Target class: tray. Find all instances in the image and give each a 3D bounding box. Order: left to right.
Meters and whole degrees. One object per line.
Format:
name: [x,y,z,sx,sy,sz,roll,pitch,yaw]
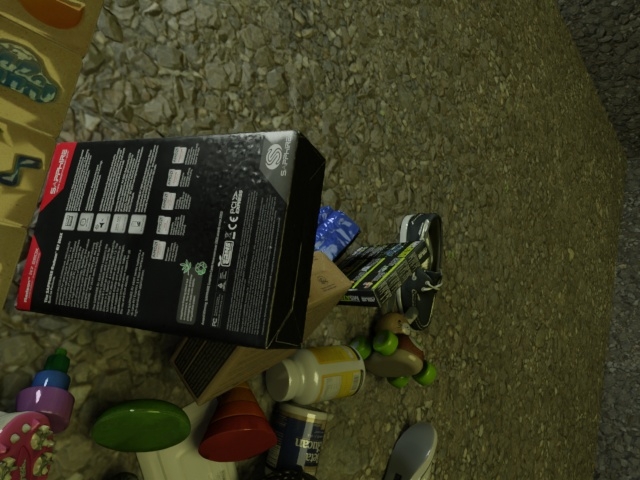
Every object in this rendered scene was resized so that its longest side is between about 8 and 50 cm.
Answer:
tray: [-0.195,0.406,0.713,0.145,0.030,0.270,-20,100,-42]

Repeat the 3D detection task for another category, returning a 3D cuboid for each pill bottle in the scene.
pill bottle: [-0.048,0.392,0.799,0.094,0.094,0.169,25,70,-37]
pill bottle: [-0.009,0.257,0.840,0.184,0.103,0.103,8,81,-41]

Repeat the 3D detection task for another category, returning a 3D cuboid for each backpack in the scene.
backpack: [0.000,0.000,0.878,0.101,0.098,0.120,41,68,-8]

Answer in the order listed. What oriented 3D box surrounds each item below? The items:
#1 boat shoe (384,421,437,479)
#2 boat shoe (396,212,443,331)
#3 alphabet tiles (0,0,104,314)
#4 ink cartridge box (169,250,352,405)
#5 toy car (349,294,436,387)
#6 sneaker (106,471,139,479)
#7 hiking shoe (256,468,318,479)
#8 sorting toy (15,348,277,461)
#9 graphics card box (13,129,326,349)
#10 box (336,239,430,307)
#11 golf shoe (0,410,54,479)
boat shoe: [0.207,0.557,1.024,0.084,0.095,0.258,48,68,-33]
boat shoe: [0.258,0.079,1.096,0.114,0.091,0.302,-1,87,-41]
alphabet tiles: [-0.265,-0.101,0.179,0.285,0.011,0.342,20,73,-39]
ink cartridge box: [-0.084,0.124,0.671,0.088,0.193,0.234,47,28,18]
toy car: [0.178,0.211,0.995,0.155,0.149,0.188,40,50,-20]
sneaker: [-0.293,0.438,0.589,0.130,0.087,0.227,42,64,-33]
hiking shoe: [-0.097,0.465,0.708,0.227,0.086,0.114,-23,120,-16]
sorting toy: [-0.232,0.233,0.649,0.365,0.127,0.126,24,35,-30]
graphics card box: [-0.188,-0.007,0.536,0.094,0.371,0.233,32,63,-63]
box: [0.101,0.066,0.898,0.190,0.184,0.045,-37,112,-38]
golf shoe: [-0.402,0.329,0.501,0.140,0.115,0.306,12,95,3]
